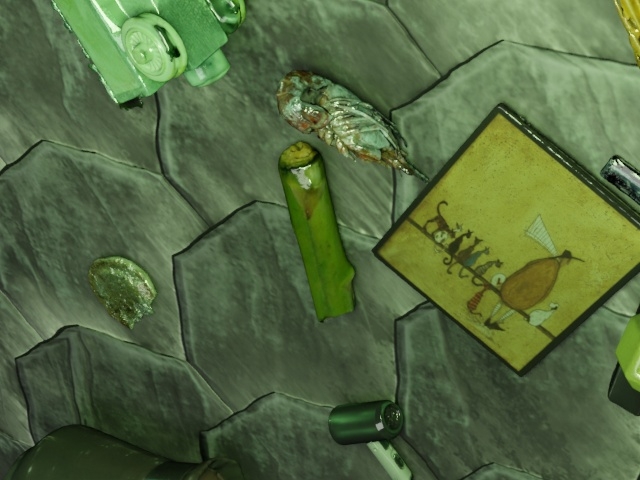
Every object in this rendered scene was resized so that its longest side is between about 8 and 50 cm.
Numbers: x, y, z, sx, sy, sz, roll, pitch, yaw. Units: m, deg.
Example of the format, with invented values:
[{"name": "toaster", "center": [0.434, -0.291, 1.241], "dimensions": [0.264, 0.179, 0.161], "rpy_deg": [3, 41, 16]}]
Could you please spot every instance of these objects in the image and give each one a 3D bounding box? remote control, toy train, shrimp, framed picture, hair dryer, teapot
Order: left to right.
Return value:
[{"name": "toy train", "center": [-0.218, -0.297, 1.950], "dimensions": [0.188, 0.159, 0.272], "rpy_deg": [-8, 120, 51]}, {"name": "teapot", "center": [-0.279, 0.463, 2.560], "dimensions": [0.361, 0.306, 0.376], "rpy_deg": [1, 153, 27]}, {"name": "shrimp", "center": [0.046, -0.130, 1.955], "dimensions": [0.233, 0.079, 0.090], "rpy_deg": [33, 144, -18]}, {"name": "hair dryer", "center": [0.101, 0.305, 2.306], "dimensions": [0.100, 0.057, 0.198], "rpy_deg": [-10, 127, 41]}, {"name": "framed picture", "center": [0.231, 0.009, 1.973], "dimensions": [0.255, 0.014, 0.339], "rpy_deg": [40, 139, 0]}, {"name": "remote control", "center": [0.359, -0.056, 1.832], "dimensions": [0.096, 0.014, 0.039], "rpy_deg": [38, 138, 4]}, {"name": "remote control", "center": [0.396, 0.115, 1.943], "dimensions": [0.063, 0.025, 0.245], "rpy_deg": [28, 136, 19]}]

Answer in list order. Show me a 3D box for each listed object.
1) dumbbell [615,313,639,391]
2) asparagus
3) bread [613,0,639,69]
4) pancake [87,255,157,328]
[{"name": "dumbbell", "center": [0.408, 0.028, 1.665], "dimensions": [0.121, 0.108, 0.302], "rpy_deg": [28, 110, 20]}, {"name": "asparagus", "center": [-0.001, 0.001, 2.108], "dimensions": [0.067, 0.060, 0.278], "rpy_deg": [0, 126, 23]}, {"name": "bread", "center": [0.403, -0.232, 1.561], "dimensions": [0.227, 0.142, 0.253], "rpy_deg": [-2, 126, 35]}, {"name": "pancake", "center": [-0.295, 0.073, 2.408], "dimensions": [0.116, 0.022, 0.129], "rpy_deg": [50, 138, -6]}]
